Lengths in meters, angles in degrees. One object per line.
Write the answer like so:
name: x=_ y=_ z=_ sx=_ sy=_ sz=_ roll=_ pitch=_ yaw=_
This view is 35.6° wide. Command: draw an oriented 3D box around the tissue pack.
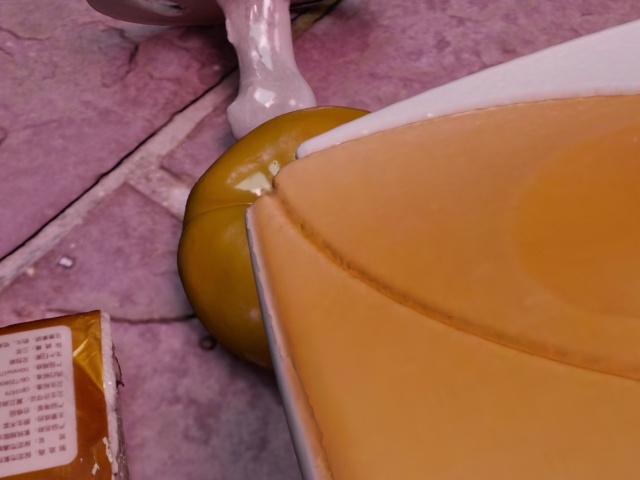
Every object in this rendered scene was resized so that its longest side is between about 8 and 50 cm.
tissue pack: x=-0.260 y=0.156 z=0.754 sx=0.226 sy=0.092 sz=0.183 roll=-9 pitch=54 yaw=-7

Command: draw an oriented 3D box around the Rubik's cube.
Rubik's cube: x=0.185 y=0.117 z=0.496 sx=0.352 sy=0.352 sz=0.347 roll=-23 pitch=38 yaw=2

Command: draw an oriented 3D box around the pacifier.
pacifier: x=-0.063 y=-0.230 z=0.952 sx=0.332 sy=0.220 sz=0.273 roll=-8 pitch=52 yaw=25

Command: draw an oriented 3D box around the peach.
peach: x=0.000 y=0.000 z=0.833 sx=0.251 sy=0.153 sz=0.251 roll=-11 pitch=48 yaw=12
